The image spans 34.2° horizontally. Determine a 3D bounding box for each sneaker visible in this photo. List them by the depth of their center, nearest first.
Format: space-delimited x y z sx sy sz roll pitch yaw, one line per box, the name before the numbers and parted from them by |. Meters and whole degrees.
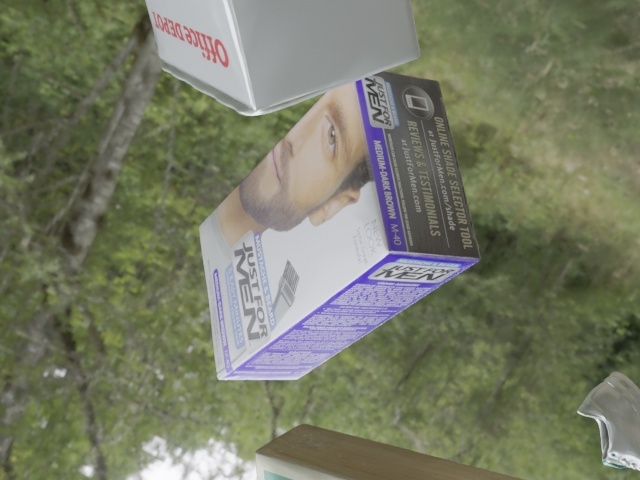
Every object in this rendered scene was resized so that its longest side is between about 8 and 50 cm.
sneaker | 0.428 0.284 1.398 0.212 0.094 0.080 52 175 1

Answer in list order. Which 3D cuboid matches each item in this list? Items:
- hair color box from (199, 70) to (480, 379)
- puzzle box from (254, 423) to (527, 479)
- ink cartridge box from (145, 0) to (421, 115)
hair color box | 0.000 0.000 1.019 0.110 0.339 0.185 5 -118 -32
puzzle box | 0.094 0.327 0.617 0.272 0.409 0.052 8 -162 37
ink cartridge box | -0.074 -0.327 0.848 0.160 0.385 0.279 -20 -155 -17
